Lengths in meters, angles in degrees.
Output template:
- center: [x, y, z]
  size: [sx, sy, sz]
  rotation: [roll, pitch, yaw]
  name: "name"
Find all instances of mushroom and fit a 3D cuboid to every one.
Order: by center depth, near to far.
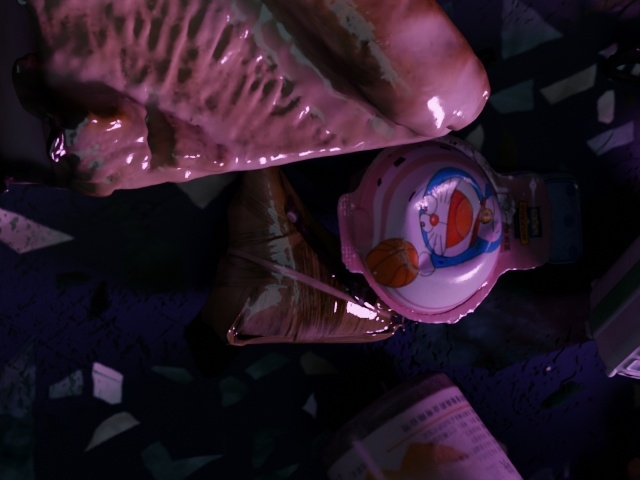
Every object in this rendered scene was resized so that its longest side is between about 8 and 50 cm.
- center: [-0.062, -0.193, 1.055]
  size: [0.397, 0.224, 0.314]
  rotation: [-5, 99, -25]
  name: "mushroom"

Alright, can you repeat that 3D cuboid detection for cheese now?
- center: [0.139, -0.016, 1.281]
  size: [0.286, 0.074, 0.189]
  rotation: [-3, 92, -30]
  name: "cheese"

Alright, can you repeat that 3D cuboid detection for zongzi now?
- center: [0.003, 0.000, 1.262]
  size: [0.205, 0.094, 0.204]
  rotation: [3, 105, -28]
  name: "zongzi"

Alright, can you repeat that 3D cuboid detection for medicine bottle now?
- center: [0.134, 0.282, 1.345]
  size: [0.165, 0.273, 0.165]
  rotation: [-32, 163, -11]
  name: "medicine bottle"

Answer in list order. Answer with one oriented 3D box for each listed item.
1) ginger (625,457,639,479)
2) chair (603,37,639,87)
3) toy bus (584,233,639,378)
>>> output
- center: [0.446, 0.327, 1.619]
  size: [0.115, 0.081, 0.205]
  rotation: [-8, 139, 24]
  name: "ginger"
- center: [0.385, -0.110, 1.282]
  size: [0.229, 0.113, 0.106]
  rotation: [11, 158, -25]
  name: "chair"
- center: [0.379, 0.046, 1.317]
  size: [0.164, 0.134, 0.276]
  rotation: [0, 155, -9]
  name: "toy bus"
